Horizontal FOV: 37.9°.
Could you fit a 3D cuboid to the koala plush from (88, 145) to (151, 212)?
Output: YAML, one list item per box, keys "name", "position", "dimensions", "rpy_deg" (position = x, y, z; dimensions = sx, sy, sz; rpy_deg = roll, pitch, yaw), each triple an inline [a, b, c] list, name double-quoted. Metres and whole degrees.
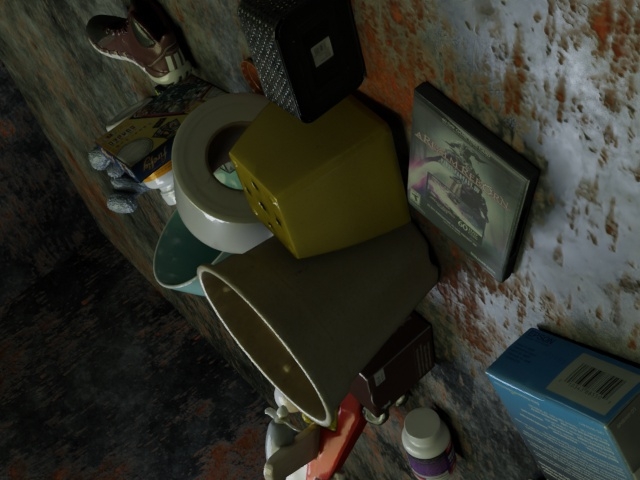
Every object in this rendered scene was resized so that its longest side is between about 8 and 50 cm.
- name: "koala plush"
  position: [-0.450, -0.194, 2.448]
  dimensions: [0.221, 0.203, 0.196]
  rpy_deg: [-1, 116, 43]

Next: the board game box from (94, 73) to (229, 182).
- name: "board game box"
  position: [-0.305, -0.226, 1.839]
  dimensions: [0.165, 0.243, 0.042]
  rpy_deg: [33, 157, 46]

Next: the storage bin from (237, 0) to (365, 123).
- name: "storage bin"
  position: [-0.022, -0.264, 1.256]
  dimensions: [0.084, 0.122, 0.180]
  rpy_deg: [39, 159, 36]

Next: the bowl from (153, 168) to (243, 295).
- name: "bowl"
  position: [-0.206, 0.008, 2.053]
  dimensions: [0.163, 0.311, 0.311]
  rpy_deg: [39, 171, -33]

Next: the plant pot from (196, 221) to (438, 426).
- name: "plant pot"
  position: [0.017, 0.083, 1.557]
  dimensions: [0.334, 0.305, 0.334]
  rpy_deg: [45, 162, 19]

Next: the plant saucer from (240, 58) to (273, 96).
- name: "plant saucer"
  position: [-0.108, -0.279, 1.623]
  dimensions: [0.083, 0.013, 0.083]
  rpy_deg: [45, 161, 20]

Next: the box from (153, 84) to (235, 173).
- name: "box"
  position: [-0.267, -0.249, 2.036]
  dimensions: [0.184, 0.045, 0.190]
  rpy_deg: [32, 156, 51]

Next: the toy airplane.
- name: "toy airplane"
  position: [0.000, 0.432, 2.186]
  dimensions: [0.272, 0.384, 0.386]
  rpy_deg: [35, 160, 16]

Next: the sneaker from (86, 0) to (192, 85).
- name: "sneaker"
  position: [-0.373, -0.433, 1.858]
  dimensions: [0.281, 0.106, 0.162]
  rpy_deg: [29, 150, 26]

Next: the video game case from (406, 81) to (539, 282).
- name: "video game case"
  position: [0.197, -0.071, 1.269]
  dimensions: [0.196, 0.026, 0.274]
  rpy_deg: [43, 162, 23]

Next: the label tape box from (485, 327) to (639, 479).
- name: "label tape box"
  position: [0.418, 0.312, 1.353]
  dimensions: [0.347, 0.115, 0.249]
  rpy_deg: [56, 163, -25]

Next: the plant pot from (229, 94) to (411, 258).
- name: "plant pot"
  position: [-0.013, -0.101, 1.418]
  dimensions: [0.212, 0.187, 0.212]
  rpy_deg: [46, 163, 40]

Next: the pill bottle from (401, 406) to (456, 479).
- name: "pill bottle"
  position: [0.241, 0.456, 2.089]
  dimensions: [0.108, 0.108, 0.193]
  rpy_deg: [37, 158, 37]

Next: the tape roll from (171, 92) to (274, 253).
- name: "tape roll"
  position: [-0.137, -0.116, 1.642]
  dimensions: [0.246, 0.246, 0.169]
  rpy_deg: [48, 162, 10]

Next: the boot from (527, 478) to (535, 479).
- name: "boot"
  position: [0.378, 0.585, 1.843]
  dimensions: [0.095, 0.203, 0.262]
  rpy_deg: [43, 162, 23]

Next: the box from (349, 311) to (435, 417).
- name: "box"
  position: [0.093, 0.199, 1.835]
  dimensions: [0.203, 0.167, 0.168]
  rpy_deg: [40, 159, 31]

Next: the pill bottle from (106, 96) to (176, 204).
- name: "pill bottle"
  position: [-0.399, -0.213, 2.279]
  dimensions: [0.245, 0.136, 0.136]
  rpy_deg: [58, 162, -21]
